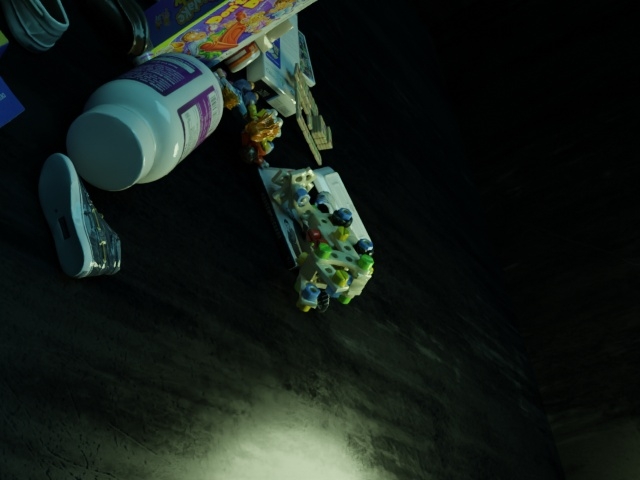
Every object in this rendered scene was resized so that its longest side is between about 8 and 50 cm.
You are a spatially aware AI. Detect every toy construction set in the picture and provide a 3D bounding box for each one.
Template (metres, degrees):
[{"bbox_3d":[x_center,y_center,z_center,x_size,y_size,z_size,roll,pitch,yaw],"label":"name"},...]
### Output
[{"bbox_3d":[0.000,0.000,1.572,0.215,0.151,0.327,1,56,-36],"label":"toy construction set"}]

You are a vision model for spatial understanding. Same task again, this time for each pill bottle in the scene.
[{"bbox_3d":[-0.215,-0.474,1.720,0.152,0.086,0.086,54,26,-20],"label":"pill bottle"},{"bbox_3d":[-0.318,-0.313,1.408,0.083,0.043,0.043,62,24,-6],"label":"pill bottle"},{"bbox_3d":[-0.284,-0.194,1.213,0.169,0.169,0.301,57,25,-15],"label":"pill bottle"}]

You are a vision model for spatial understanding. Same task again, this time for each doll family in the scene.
[{"bbox_3d":[-0.161,-0.282,1.581,0.263,0.118,0.163,54,22,-7],"label":"doll family"}]

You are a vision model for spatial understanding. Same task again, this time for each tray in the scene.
[{"bbox_3d":[0.064,-0.073,1.955,0.270,0.030,0.145,64,23,0],"label":"tray"}]

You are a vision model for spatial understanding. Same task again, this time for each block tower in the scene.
[{"bbox_3d":[-0.167,-0.572,1.773,0.091,0.097,0.335,51,8,-43],"label":"block tower"}]

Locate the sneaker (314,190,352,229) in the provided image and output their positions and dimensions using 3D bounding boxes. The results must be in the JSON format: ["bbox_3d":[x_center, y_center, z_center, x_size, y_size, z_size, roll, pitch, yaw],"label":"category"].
[{"bbox_3d":[0.026,-0.055,1.851,0.135,0.052,0.058,52,36,-8],"label":"sneaker"}]

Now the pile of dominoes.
[{"bbox_3d":[-0.017,-0.330,1.920,0.251,0.040,0.196,60,23,-63],"label":"pile of dominoes"}]

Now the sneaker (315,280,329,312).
[{"bbox_3d":[-0.006,0.105,1.632,0.044,0.040,0.109,81,-2,-83],"label":"sneaker"}]

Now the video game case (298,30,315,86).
[{"bbox_3d":[-0.089,-0.563,2.135,0.183,0.023,0.201,32,39,-50],"label":"video game case"}]

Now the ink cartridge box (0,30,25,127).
[{"bbox_3d":[-0.523,-0.246,0.910,0.307,0.072,0.303,52,26,-20],"label":"ink cartridge box"}]

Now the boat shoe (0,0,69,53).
[{"bbox_3d":[-0.470,-0.431,1.166,0.096,0.088,0.267,-2,68,-63],"label":"boat shoe"}]

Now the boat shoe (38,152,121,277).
[{"bbox_3d":[-0.345,-0.033,1.069,0.083,0.065,0.183,6,67,-65],"label":"boat shoe"}]

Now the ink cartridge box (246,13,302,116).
[{"bbox_3d":[-0.121,-0.498,1.921,0.165,0.065,0.332,34,46,-47],"label":"ink cartridge box"}]

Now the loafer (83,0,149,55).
[{"bbox_3d":[-0.392,-0.426,1.352,0.078,0.080,0.220,-28,82,-43],"label":"loafer"}]

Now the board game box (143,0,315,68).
[{"bbox_3d":[-0.173,-0.472,1.487,0.233,0.347,0.078,-13,79,-65],"label":"board game box"}]

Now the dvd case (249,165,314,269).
[{"bbox_3d":[-0.065,-0.053,1.679,0.179,0.030,0.238,-4,70,-64],"label":"dvd case"}]
